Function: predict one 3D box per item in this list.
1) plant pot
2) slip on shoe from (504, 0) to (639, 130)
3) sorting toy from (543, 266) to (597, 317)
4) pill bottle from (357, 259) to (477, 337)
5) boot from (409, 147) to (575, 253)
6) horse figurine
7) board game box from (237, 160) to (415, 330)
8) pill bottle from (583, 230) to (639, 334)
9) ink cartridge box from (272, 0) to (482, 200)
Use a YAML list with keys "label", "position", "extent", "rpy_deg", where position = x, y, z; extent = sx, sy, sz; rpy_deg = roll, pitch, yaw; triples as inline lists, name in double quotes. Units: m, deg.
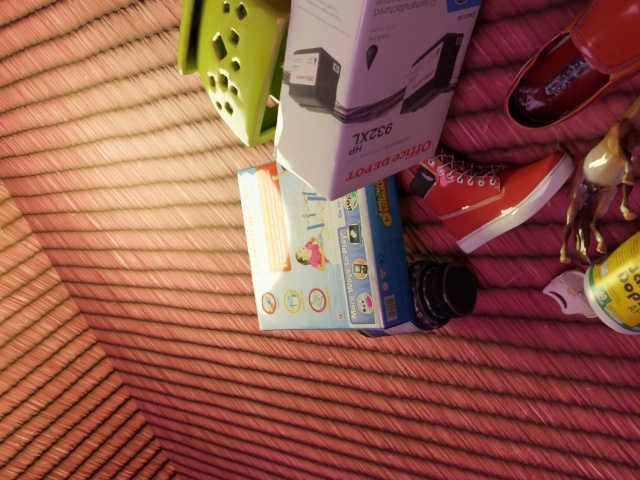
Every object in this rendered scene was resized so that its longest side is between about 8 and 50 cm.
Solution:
- label: "plant pot"
  position: [-0.075, -0.309, 0.963]
  extent: [0.207, 0.227, 0.228]
  rpy_deg: [41, 140, 17]
- label: "slip on shoe"
  position: [0.338, -0.235, 0.753]
  extent: [0.123, 0.101, 0.331]
  rpy_deg: [48, 138, 1]
- label: "sorting toy"
  position: [0.385, 0.084, 1.018]
  extent: [0.083, 0.045, 0.075]
  rpy_deg: [45, 147, 1]
- label: "pill bottle"
  position: [0.159, 0.102, 1.161]
  extent: [0.219, 0.123, 0.123]
  rpy_deg: [-18, 109, 45]
- label: "boot"
  position: [0.235, -0.098, 0.967]
  extent: [0.176, 0.088, 0.244]
  rpy_deg: [49, 143, 0]
- label: "horse figurine"
  position: [0.366, -0.075, 0.835]
  extent: [0.066, 0.174, 0.263]
  rpy_deg: [16, 148, 7]
- label: "board game box"
  position: [0.000, 0.000, 1.152]
  extent: [0.302, 0.086, 0.308]
  rpy_deg: [-8, 90, 44]
- label: "pill bottle"
  position: [0.456, 0.031, 0.851]
  extent: [0.117, 0.117, 0.208]
  rpy_deg: [43, 139, 4]
- label: "ink cartridge box"
  position: [0.074, -0.233, 0.857]
  extent: [0.129, 0.223, 0.307]
  rpy_deg: [40, 138, 30]
